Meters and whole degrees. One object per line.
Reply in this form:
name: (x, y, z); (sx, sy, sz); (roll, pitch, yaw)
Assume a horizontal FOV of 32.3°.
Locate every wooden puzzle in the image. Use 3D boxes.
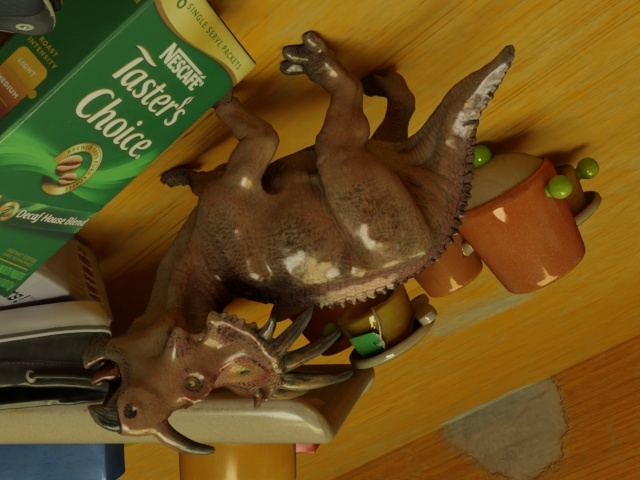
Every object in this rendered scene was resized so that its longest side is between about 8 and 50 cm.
wooden puzzle: (-0.129, 0.154, 0.926); (0.322, 0.080, 0.348); (-1, 177, 9)

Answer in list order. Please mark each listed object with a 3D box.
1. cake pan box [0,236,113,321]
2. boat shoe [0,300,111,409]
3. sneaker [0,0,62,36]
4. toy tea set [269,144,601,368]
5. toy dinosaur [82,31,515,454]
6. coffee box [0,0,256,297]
cake pan box: (-0.290, 0.040, 0.698); (0.246, 0.070, 0.267); (-23, 162, 1)
boat shoe: (-0.234, 0.096, 0.688); (0.228, 0.076, 0.080); (-8, 159, -34)
sneaker: (-0.188, -0.081, 0.416); (0.163, 0.086, 0.226); (-6, 157, -31)
toy tea set: (0.088, 0.003, 0.989); (0.336, 0.124, 0.200); (-29, -170, 16)
toy dinosaur: (0.000, 0.000, 0.671); (0.296, 0.200, 0.127); (-23, 162, 6)
coffee box: (-0.123, -0.056, 0.535); (0.184, 0.040, 0.113); (-43, 160, 0)
